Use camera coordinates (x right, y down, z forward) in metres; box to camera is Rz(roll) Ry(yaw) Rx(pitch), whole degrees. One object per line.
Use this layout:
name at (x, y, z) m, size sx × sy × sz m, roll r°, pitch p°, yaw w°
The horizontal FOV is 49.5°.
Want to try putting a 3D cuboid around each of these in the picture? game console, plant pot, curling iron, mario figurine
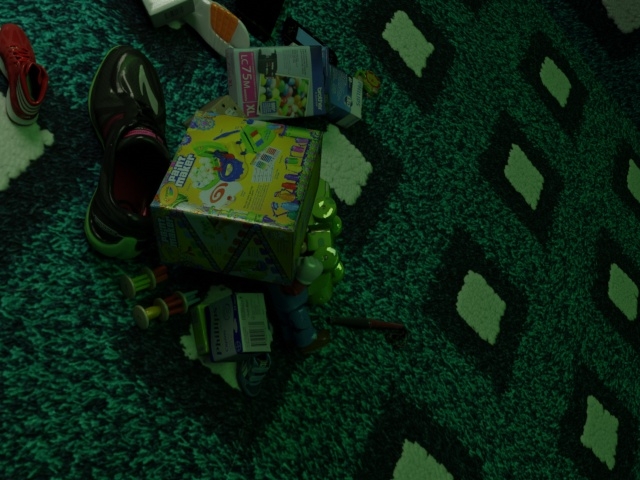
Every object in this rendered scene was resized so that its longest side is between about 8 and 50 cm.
game console at (-0.088, -0.620, 2.002) m, size 0.361 × 0.044 × 0.213 m, roll 33°, pitch 54°, yaw -27°
plant pot at (-0.245, -0.290, 1.688) m, size 0.109 × 0.096 × 0.109 m, roll 48°, pitch 48°, yaw -13°
curling iron at (0.133, 0.233, 1.829) m, size 0.274 × 0.035 × 0.068 m, roll 19°, pitch 60°, yaw -34°
mario figurine at (-0.053, 0.090, 1.584) m, size 0.170 × 0.198 × 0.320 m, roll -57°, pitch 134°, yaw -54°

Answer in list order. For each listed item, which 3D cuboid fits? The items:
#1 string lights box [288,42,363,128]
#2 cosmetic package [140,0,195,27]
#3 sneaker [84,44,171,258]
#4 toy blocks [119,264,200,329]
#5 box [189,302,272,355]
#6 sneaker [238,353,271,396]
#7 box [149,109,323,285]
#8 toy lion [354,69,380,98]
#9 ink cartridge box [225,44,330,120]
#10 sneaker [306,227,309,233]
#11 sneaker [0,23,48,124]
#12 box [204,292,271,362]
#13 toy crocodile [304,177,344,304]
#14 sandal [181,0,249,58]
string lights box at (0.000, -0.437, 1.975) m, size 0.260 × 0.077 × 0.133 m, roll 22°, pitch 59°, yaw -32°
cosmetic package at (-0.408, -0.651, 1.683) m, size 0.117 × 0.085 × 0.231 m, roll -25°, pitch 88°, yaw -8°
sneaker at (-0.380, -0.203, 1.461) m, size 0.185 × 0.202 × 0.483 m, roll 9°, pitch 66°, yaw -38°
toy blocks at (-0.334, 0.107, 1.470) m, size 0.148 × 0.054 × 0.123 m, roll -21°, pitch 87°, yaw -44°
box at (-0.199, 0.190, 1.558) m, size 0.178 × 0.042 × 0.109 m, roll -2°, pitch 74°, yaw -41°
sneaker at (-0.143, 0.281, 1.532) m, size 0.053 × 0.059 × 0.144 m, roll -5°, pitch 103°, yaw -43°
box at (-0.161, -0.093, 1.427) m, size 0.279 × 0.177 × 0.290 m, roll 11°, pitch 50°, yaw 5°
toy lion at (0.147, -0.498, 2.162) m, size 0.100 × 0.034 × 0.096 m, roll 31°, pitch 47°, yaw -27°
ink cartridge box at (-0.092, -0.412, 1.810) m, size 0.311 × 0.065 × 0.186 m, roll -12°, pitch 107°, yaw -33°
sneaker at (-0.165, -0.072, 1.642) m, size 0.330 × 0.130 × 0.147 m, roll 12°, pitch 67°, yaw -37°
sneaker at (-0.590, -0.357, 1.399) m, size 0.087 × 0.128 × 0.221 m, roll -9°, pitch 79°, yaw -43°
box at (-0.176, 0.185, 1.456) m, size 0.072 × 0.137 × 0.126 m, roll 3°, pitch 70°, yaw -37°
toy crocodile at (0.000, 0.000, 1.777) m, size 0.115 × 0.105 × 0.340 m, roll 65°, pitch 21°, yaw -65°
sandal at (-0.283, -0.573, 1.780) m, size 0.265 × 0.102 × 0.076 m, roll 40°, pitch 19°, yaw -5°
